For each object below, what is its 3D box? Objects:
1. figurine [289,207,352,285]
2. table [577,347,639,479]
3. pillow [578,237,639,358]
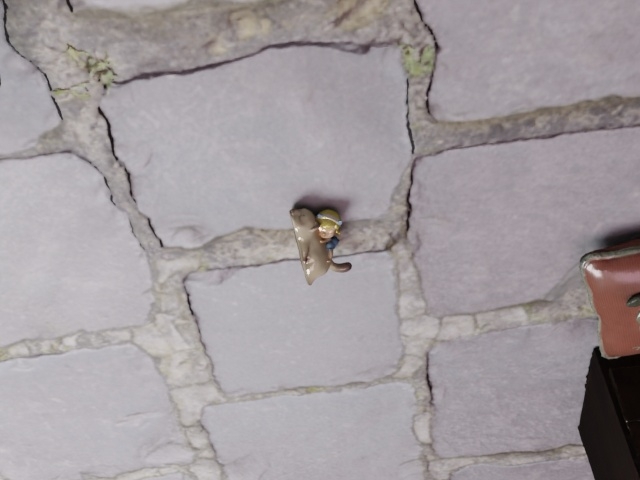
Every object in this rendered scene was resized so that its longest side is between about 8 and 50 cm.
[{"bbox_3d":[0.000,0.000,0.964,0.051,0.047,0.083,-17,125,-8],"label":"figurine"},{"bbox_3d":[0.401,0.230,1.090,0.169,0.193,0.172,-4,132,1],"label":"table"},{"bbox_3d":[0.369,0.056,1.009,0.179,0.075,0.171,-16,132,13],"label":"pillow"}]
